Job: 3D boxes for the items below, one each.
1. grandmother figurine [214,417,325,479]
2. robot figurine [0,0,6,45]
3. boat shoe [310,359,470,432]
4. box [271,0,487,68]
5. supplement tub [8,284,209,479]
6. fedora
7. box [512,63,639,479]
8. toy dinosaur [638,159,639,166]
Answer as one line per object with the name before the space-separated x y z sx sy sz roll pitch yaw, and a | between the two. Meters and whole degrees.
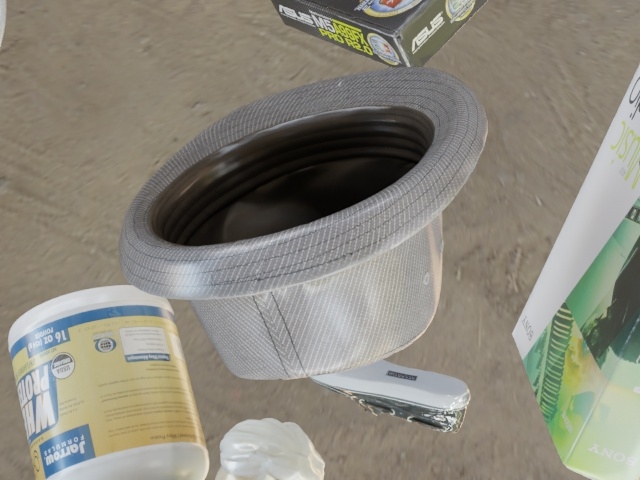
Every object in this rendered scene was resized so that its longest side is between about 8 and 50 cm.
grandmother figurine | -0.094 0.281 1.100 0.104 0.342 0.208 6 145 34
robot figurine | -0.310 -0.135 0.884 0.199 0.353 0.300 19 109 -3
boat shoe | 0.050 0.123 1.186 0.142 0.049 0.040 13 115 18
box | 0.104 -0.309 1.546 0.270 0.216 0.060 -46 133 -15
supplement tub | -0.176 0.152 1.234 0.144 0.144 0.200 -19 70 7
fedora | 0.000 0.000 0.941 0.243 0.275 0.124 -12 113 13
box | 0.231 -0.023 0.984 0.058 0.232 0.322 20 106 -7
toy dinosaur | 0.159 -0.075 0.474 0.064 0.268 0.118 11 88 -18
